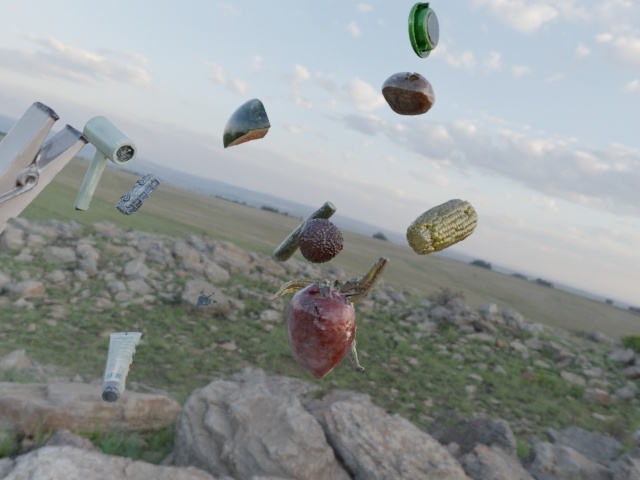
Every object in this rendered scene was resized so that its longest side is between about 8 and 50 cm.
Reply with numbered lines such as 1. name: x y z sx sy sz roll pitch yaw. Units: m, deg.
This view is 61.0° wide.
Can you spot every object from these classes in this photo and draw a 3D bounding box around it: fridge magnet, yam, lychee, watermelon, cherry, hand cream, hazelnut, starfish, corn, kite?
1. fridge magnet: 0.399 -0.814 2.107 0.088 0.208 0.208 3 -5 33
2. yam: -0.054 -0.030 1.866 0.061 0.274 0.061 39 22 -19
3. lychee: -0.001 0.003 1.423 0.129 0.123 0.123 28 10 41
4. watermelon: -0.253 -0.374 1.766 0.145 0.137 0.193 -16 41 -15
5. cherry: 0.001 0.228 1.361 0.175 0.250 0.192 -4 11 -43
6. hand cream: -0.568 0.343 1.535 0.095 0.059 0.276 0 27 -10
7. hazelnut: 0.345 -0.583 2.134 0.212 0.181 0.181 20 -28 28
8. starfish: 0.035 0.231 1.841 0.397 0.384 0.132 4 3 20
9. corn: 0.318 -0.039 1.418 0.119 0.119 0.321 18 22 35
10. kite: -0.428 0.218 2.020 0.122 0.090 0.004 29 -29 45

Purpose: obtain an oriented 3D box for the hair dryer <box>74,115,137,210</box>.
1. hair dryer: -0.535 -0.165 1.301 0.131 0.237 0.073 39 16 27

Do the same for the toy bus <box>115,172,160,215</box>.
1. toy bus: -0.617 -0.157 1.839 0.065 0.166 0.047 46 -22 -23

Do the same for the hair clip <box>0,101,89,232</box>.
1. hair clip: -0.598 -0.108 1.040 0.085 0.331 0.101 33 -10 20
